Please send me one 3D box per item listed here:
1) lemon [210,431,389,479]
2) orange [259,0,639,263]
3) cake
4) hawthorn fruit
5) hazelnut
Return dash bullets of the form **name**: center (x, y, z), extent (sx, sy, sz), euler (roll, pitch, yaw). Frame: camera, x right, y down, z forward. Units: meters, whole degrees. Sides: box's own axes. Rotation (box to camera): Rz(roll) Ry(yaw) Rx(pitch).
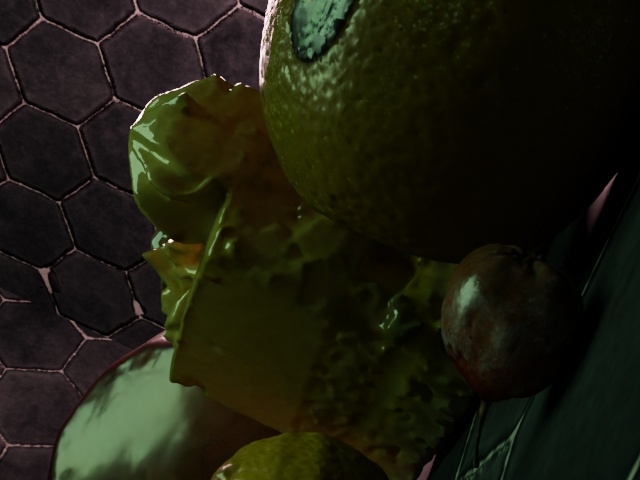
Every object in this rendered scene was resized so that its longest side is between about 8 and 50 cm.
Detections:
- **lemon**: center (-0.017, 0.194, 0.818), extent (0.187, 0.142, 0.142), euler (-52, -14, -72)
- **orange**: center (0.076, -0.104, 0.705), extent (0.236, 0.236, 0.236), euler (25, -90, -87)
- **cake**: center (0.000, 0.000, 0.943), extent (0.227, 0.286, 0.222), euler (110, -175, -56)
- **hawthorn fruit**: center (0.080, 0.053, 0.592), extent (0.067, 0.067, 0.103), euler (-33, -34, -84)
- **hazelnut**: center (-0.101, 0.234, 1.350), extent (0.366, 0.366, 0.366), euler (25, -90, -87)
